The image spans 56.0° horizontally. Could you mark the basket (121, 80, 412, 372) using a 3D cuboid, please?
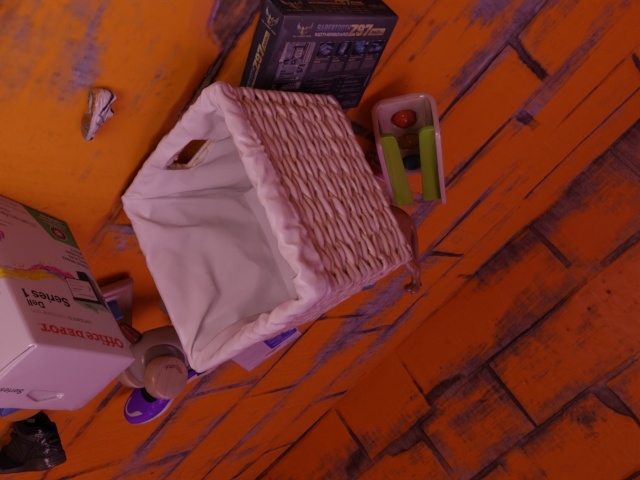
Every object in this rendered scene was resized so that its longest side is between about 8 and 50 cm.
[{"bbox_3d":[-0.085,-0.019,0.940,0.266,0.332,0.328,-12,162,-45],"label":"basket"}]

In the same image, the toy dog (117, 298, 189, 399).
[{"bbox_3d":[-0.295,0.173,1.242,0.220,0.161,0.334,-13,-157,22],"label":"toy dog"}]

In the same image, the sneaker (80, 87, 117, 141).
[{"bbox_3d":[-0.300,-0.169,0.820,0.036,0.032,0.083,-9,144,-45],"label":"sneaker"}]

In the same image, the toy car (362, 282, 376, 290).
[{"bbox_3d":[0.000,0.000,1.388,0.219,0.210,0.238,-10,118,-22],"label":"toy car"}]

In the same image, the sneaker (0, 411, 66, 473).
[{"bbox_3d":[-0.675,0.457,1.366,0.227,0.131,0.087,-18,171,29],"label":"sneaker"}]

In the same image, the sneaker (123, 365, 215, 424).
[{"bbox_3d":[-0.395,0.337,1.506,0.293,0.102,0.146,-41,151,-4],"label":"sneaker"}]

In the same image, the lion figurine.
[{"bbox_3d":[0.071,-0.025,1.252,0.391,0.142,0.241,7,92,-30],"label":"lion figurine"}]

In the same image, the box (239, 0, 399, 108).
[{"bbox_3d":[-0.005,-0.293,0.962,0.232,0.059,0.183,-16,148,-36],"label":"box"}]

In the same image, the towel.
[{"bbox_3d":[0.187,-0.215,1.391,0.197,0.029,0.144,-42,155,16],"label":"towel"}]

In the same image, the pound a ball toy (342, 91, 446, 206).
[{"bbox_3d":[0.145,-0.189,1.251,0.208,0.136,0.319,-9,152,11],"label":"pound a ball toy"}]

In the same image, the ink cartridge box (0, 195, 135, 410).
[{"bbox_3d":[-0.404,0.080,0.821,0.117,0.278,0.201,-39,156,5],"label":"ink cartridge box"}]

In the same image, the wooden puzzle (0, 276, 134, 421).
[{"bbox_3d":[-0.516,0.237,1.180,0.322,0.081,0.348,-20,150,-33],"label":"wooden puzzle"}]

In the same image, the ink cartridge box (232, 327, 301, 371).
[{"bbox_3d":[-0.168,0.296,1.780,0.206,0.045,0.208,-35,154,-6],"label":"ink cartridge box"}]
